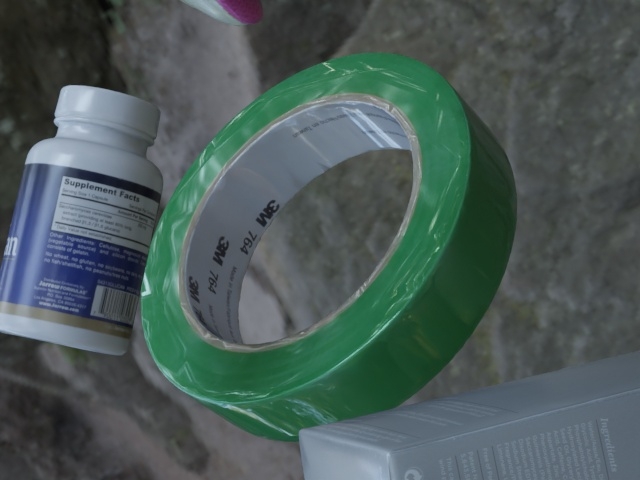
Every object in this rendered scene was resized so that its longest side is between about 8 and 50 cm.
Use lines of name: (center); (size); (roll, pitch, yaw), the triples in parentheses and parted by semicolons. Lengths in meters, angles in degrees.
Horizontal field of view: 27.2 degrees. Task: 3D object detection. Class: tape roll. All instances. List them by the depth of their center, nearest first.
tape roll: (0.000, 0.000, 1.062); (0.077, 0.321, 0.321); (42, -173, -40)

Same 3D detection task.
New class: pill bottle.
pill bottle: (-0.158, -0.014, 0.888); (0.094, 0.094, 0.169); (129, 152, -81)

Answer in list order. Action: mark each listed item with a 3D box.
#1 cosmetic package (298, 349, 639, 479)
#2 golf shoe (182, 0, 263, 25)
cosmetic package: (0.123, 0.116, 0.640); (0.127, 0.238, 0.107); (168, 95, -72)
golf shoe: (0.022, -0.169, 0.444); (0.140, 0.306, 0.115); (41, 151, 20)
